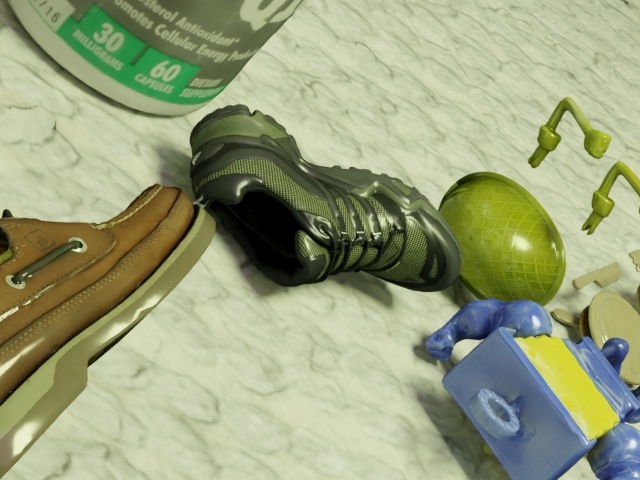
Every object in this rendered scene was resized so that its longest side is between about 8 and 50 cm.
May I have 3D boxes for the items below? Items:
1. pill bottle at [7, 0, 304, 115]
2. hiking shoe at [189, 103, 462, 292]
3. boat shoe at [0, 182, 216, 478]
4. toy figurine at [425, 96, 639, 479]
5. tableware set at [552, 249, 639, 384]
[{"bbox_3d":[-0.050,-0.273,1.120,0.204,0.361,0.204,31,33,-23],"label":"pill bottle"},{"bbox_3d":[0.000,0.000,1.150,0.227,0.086,0.114,26,47,-19],"label":"hiking shoe"},{"bbox_3d":[-0.154,0.028,0.874,0.104,0.111,0.307,44,30,-5],"label":"boat shoe"},{"bbox_3d":[0.172,0.075,1.163,0.217,0.191,0.362,-9,59,-50],"label":"toy figurine"},{"bbox_3d":[0.282,0.078,1.435,0.194,0.039,0.128,-16,77,-51],"label":"tableware set"}]
